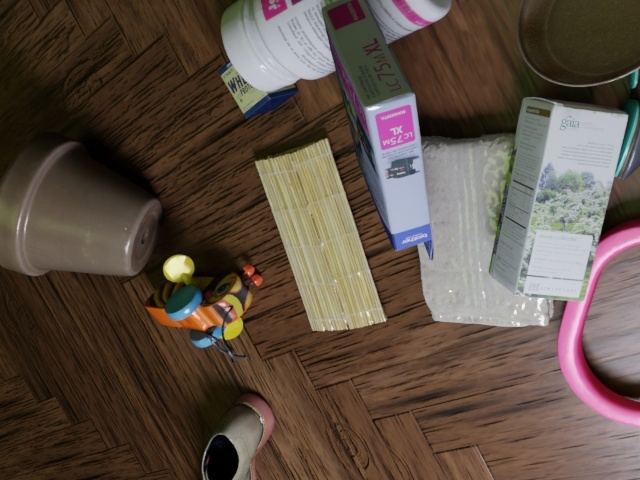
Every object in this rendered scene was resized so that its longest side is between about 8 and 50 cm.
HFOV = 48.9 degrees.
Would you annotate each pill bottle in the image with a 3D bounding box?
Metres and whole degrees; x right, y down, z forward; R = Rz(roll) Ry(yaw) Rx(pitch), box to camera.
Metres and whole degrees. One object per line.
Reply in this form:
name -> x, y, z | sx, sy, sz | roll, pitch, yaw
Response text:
pill bottle -> 0.014, -0.310, 0.927 | 0.283, 0.160, 0.160 | -19, 99, 35

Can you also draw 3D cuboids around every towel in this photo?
towel -> 0.227, -0.012, 0.992 | 0.187, 0.049, 0.282 | 1, 109, 29

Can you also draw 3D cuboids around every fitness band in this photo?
fitness band -> 0.426, 0.111, 0.917 | 0.209, 0.054, 0.291 | 19, 117, 24

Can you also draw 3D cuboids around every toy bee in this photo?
toy bee -> -0.180, 0.112, 1.247 | 0.298, 0.162, 0.195 | 27, 153, 34

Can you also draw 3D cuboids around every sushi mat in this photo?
sushi mat -> 0.000, 0.000, 1.149 | 0.151, 0.019, 0.316 | -11, 104, 33

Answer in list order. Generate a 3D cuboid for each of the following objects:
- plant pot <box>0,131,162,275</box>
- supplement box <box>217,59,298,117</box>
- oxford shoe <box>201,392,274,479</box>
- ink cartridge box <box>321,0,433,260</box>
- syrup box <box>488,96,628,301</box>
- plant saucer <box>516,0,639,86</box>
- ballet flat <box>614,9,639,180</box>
plant pot -> -0.420, -0.039, 1.274 | 0.229, 0.263, 0.263 | 17, 119, 3
supplement box -> -0.094, -0.242, 1.068 | 0.056, 0.083, 0.083 | -31, 91, 35
oxford shoe -> -0.197, 0.456, 1.385 | 0.123, 0.130, 0.348 | 27, 121, 20
ink cartridge box -> 0.078, -0.120, 0.876 | 0.065, 0.186, 0.311 | -20, 143, 3
syrup box -> 0.287, -0.052, 0.868 | 0.093, 0.096, 0.237 | 5, 104, -9
plant saucer -> 0.321, -0.262, 0.795 | 0.198, 0.036, 0.198 | -14, 68, 39
ballet flat -> 0.388, -0.168, 0.819 | 0.074, 0.074, 0.203 | 9, 107, 28
